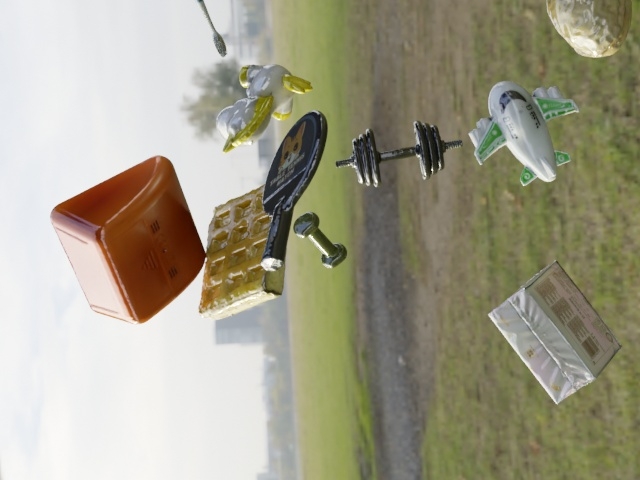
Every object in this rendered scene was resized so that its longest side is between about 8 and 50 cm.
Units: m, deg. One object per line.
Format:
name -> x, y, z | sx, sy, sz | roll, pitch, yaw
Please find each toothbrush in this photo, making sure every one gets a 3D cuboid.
toothbrush -> -0.212, -0.420, 1.680 | 0.025, 0.019, 0.276 | -101, -9, -46

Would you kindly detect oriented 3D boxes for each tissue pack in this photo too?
tissue pack -> 0.479, 0.182, 2.029 | 0.225, 0.124, 0.185 | 53, -144, 7

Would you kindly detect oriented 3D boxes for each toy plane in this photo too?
toy plane -> 0.317, -0.169, 1.544 | 0.080, 0.173, 0.174 | 10, -104, -84

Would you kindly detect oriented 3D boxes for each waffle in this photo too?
waffle -> -0.149, 0.022, 1.980 | 0.221, 0.055, 0.248 | -22, 54, 44

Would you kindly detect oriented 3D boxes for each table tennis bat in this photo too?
table tennis bat -> -0.040, -0.068, 1.303 | 0.150, 0.027, 0.236 | -36, 35, 51

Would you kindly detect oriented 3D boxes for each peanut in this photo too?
peanut -> 0.465, -0.473, 1.747 | 0.149, 0.149, 0.313 | -162, 68, -87

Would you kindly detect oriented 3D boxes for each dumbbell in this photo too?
dumbbell -> 0.000, 0.000, 1.765 | 0.118, 0.052, 0.046 | 47, -168, -39
dumbbell -> 0.127, -0.141, 1.626 | 0.099, 0.208, 0.099 | -9, -90, -87

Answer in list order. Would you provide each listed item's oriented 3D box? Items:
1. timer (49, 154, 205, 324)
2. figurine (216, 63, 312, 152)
timer -> -0.343, -0.001, 1.926 | 0.161, 0.250, 0.258 | 16, 134, 41
figurine -> -0.103, -0.199, 1.543 | 0.109, 0.178, 0.129 | 52, 155, -23
